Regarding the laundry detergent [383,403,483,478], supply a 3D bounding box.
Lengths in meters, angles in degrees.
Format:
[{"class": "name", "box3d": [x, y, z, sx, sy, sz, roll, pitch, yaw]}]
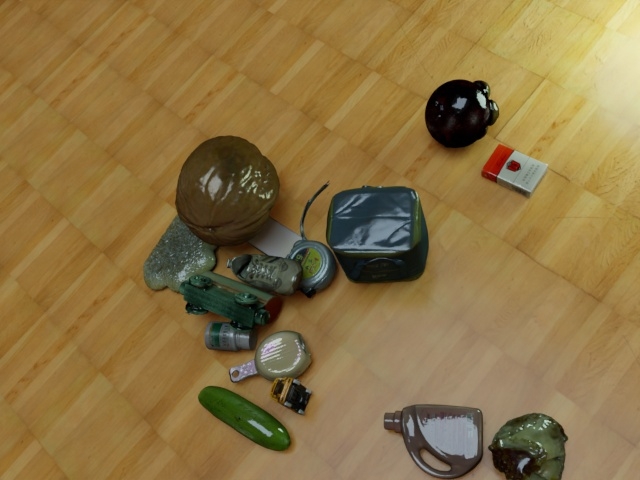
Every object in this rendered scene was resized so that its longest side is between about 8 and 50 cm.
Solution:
[{"class": "laundry detergent", "box3d": [0.270, 0.481, 1.592, 0.237, 0.076, 0.171, -2, 66, 14]}]

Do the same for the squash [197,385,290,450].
[{"class": "squash", "box3d": [-0.203, 0.457, 1.721, 0.292, 0.082, 0.082, 25, 74, 23]}]

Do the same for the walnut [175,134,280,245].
[{"class": "walnut", "box3d": [-0.263, -0.142, 1.883, 0.333, 0.333, 0.333, -6, 65, 12]}]

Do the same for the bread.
[{"class": "bread", "box3d": [-0.401, 0.035, 1.983, 0.207, 0.056, 0.286, 20, 74, 24]}]

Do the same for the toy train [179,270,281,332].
[{"class": "toy train", "box3d": [-0.246, 0.161, 1.829, 0.285, 0.177, 0.116, 16, 107, 25]}]

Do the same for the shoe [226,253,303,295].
[{"class": "shoe", "box3d": [-0.153, 0.087, 1.808, 0.275, 0.098, 0.103, 3, 77, 48]}]

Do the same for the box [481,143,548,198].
[{"class": "box", "box3d": [0.542, -0.195, 1.850, 0.152, 0.048, 0.100, 29, 74, 26]}]

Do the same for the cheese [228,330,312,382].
[{"class": "cheese", "box3d": [-0.139, 0.326, 1.776, 0.227, 0.064, 0.137, -21, 59, 3]}]

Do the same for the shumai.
[{"class": "shumai", "box3d": [0.477, 0.471, 1.507, 0.184, 0.142, 0.184, -5, 68, 13]}]

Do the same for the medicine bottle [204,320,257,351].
[{"class": "medicine bottle", "box3d": [-0.246, 0.265, 1.821, 0.130, 0.080, 0.080, 1, 66, 16]}]

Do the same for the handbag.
[{"class": "handbag", "box3d": [0.153, -0.008, 1.754, 0.263, 0.241, 0.222, -6, 65, 13]}]

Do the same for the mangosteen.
[{"class": "mangosteen", "box3d": [0.399, -0.361, 1.886, 0.210, 0.210, 0.210, -6, 65, 12]}]

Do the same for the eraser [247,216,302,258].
[{"class": "eraser", "box3d": [-0.132, 0.002, 1.944, 0.150, 0.023, 0.104, 32, 77, 25]}]

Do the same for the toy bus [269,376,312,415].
[{"class": "toy bus", "box3d": [-0.078, 0.391, 1.675, 0.074, 0.162, 0.069, 13, 70, 23]}]

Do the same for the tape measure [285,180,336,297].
[{"class": "tape measure", "box3d": [-0.001, 0.000, 1.871, 0.164, 0.084, 0.330, 21, 77, 20]}]
